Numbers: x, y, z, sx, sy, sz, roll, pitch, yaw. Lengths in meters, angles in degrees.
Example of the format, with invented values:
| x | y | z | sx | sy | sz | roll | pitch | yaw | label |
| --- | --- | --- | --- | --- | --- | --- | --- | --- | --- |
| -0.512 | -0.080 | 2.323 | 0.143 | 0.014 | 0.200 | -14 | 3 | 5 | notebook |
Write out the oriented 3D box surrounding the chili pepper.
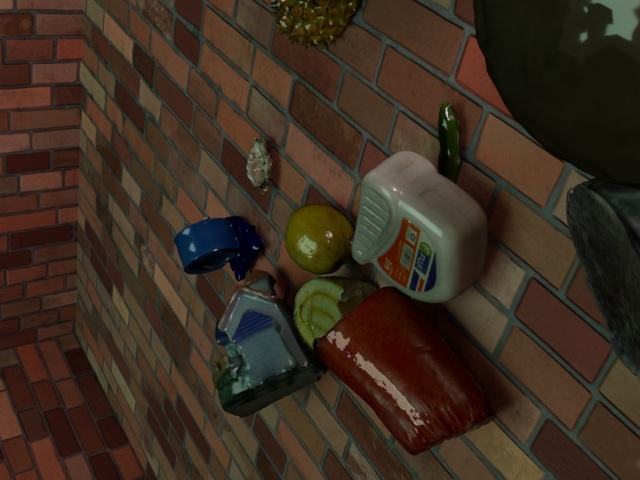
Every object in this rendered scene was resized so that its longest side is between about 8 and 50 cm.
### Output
| x | y | z | sx | sy | sz | roll | pitch | yaw | label |
| --- | --- | --- | --- | --- | --- | --- | --- | --- | --- |
| 0.158 | 0.264 | 1.351 | 0.305 | 0.229 | 0.251 | 55 | 171 | 25 | chili pepper |

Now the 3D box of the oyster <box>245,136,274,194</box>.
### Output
| x | y | z | sx | sy | sz | roll | pitch | yaw | label |
| --- | --- | --- | --- | --- | --- | --- | --- | --- | --- |
| -0.146 | -0.187 | 1.828 | 0.103 | 0.051 | 0.148 | 2 | 86 | 59 | oyster |

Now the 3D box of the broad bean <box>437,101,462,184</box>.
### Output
| x | y | z | sx | sy | sz | roll | pitch | yaw | label |
| --- | --- | --- | --- | --- | --- | --- | --- | --- | --- |
| 0.221 | -0.135 | 1.307 | 0.069 | 0.039 | 0.226 | 41 | 134 | 43 | broad bean |

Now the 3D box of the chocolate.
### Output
| x | y | z | sx | sy | sz | roll | pitch | yaw | label |
| --- | --- | --- | --- | --- | --- | --- | --- | --- | --- |
| 0.450 | 0.031 | 0.860 | 0.303 | 0.213 | 0.303 | -22 | -90 | -84 | chocolate |

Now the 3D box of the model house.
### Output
| x | y | z | sx | sy | sz | roll | pitch | yaw | label |
| --- | --- | --- | --- | --- | --- | --- | --- | --- | --- |
| -0.169 | 0.223 | 1.773 | 0.295 | 0.252 | 0.329 | 56 | -169 | -69 | model house |

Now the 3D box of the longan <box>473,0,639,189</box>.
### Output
| x | y | z | sx | sy | sz | roll | pitch | yaw | label |
| --- | --- | --- | --- | --- | --- | --- | --- | --- | --- |
| 0.364 | -0.229 | 0.685 | 0.436 | 0.404 | 0.403 | 11 | 116 | 9 | longan |

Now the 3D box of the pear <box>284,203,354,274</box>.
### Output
| x | y | z | sx | sy | sz | roll | pitch | yaw | label |
| --- | --- | --- | --- | --- | --- | --- | --- | --- | --- |
| 0.000 | 0.000 | 1.586 | 0.162 | 0.149 | 0.148 | 47 | 135 | 33 | pear |

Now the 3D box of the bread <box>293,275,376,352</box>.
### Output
| x | y | z | sx | sy | sz | roll | pitch | yaw | label |
| --- | --- | --- | --- | --- | --- | --- | --- | --- | --- |
| 0.040 | 0.166 | 1.605 | 0.257 | 0.124 | 0.185 | 15 | 105 | 55 | bread |

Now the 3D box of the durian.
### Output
| x | y | z | sx | sy | sz | roll | pitch | yaw | label |
| --- | --- | --- | --- | --- | --- | --- | --- | --- | --- |
| -0.016 | -0.502 | 1.484 | 0.341 | 0.112 | 0.191 | -15 | 85 | 55 | durian |

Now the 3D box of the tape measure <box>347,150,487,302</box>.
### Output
| x | y | z | sx | sy | sz | roll | pitch | yaw | label |
| --- | --- | --- | --- | --- | --- | --- | --- | --- | --- |
| 0.172 | -0.016 | 1.296 | 0.265 | 0.130 | 0.258 | 40 | 150 | 23 | tape measure |

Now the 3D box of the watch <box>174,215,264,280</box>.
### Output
| x | y | z | sx | sy | sz | roll | pitch | yaw | label |
| --- | --- | --- | --- | --- | --- | --- | --- | --- | --- |
| -0.284 | 0.016 | 1.968 | 0.171 | 0.200 | 0.196 | 65 | 148 | 25 | watch |
